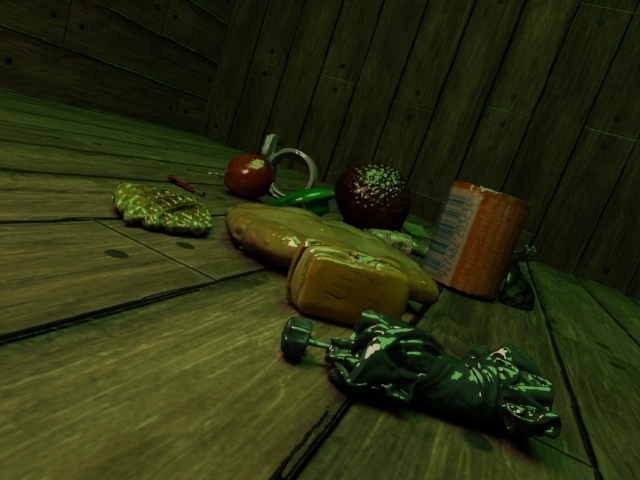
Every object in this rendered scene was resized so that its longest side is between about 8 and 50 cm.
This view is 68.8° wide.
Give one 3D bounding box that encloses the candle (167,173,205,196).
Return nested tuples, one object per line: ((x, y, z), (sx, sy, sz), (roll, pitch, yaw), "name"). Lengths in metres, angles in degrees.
((-0.405, -0.164, 1.403), (0.167, 0.021, 0.026), (28, 24, 32), "candle")

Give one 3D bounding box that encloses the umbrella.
((0.123, 0.154, 0.584), (0.349, 0.094, 0.143), (17, 7, -1), "umbrella")

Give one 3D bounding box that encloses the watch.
((-0.131, -0.281, 1.835), (0.232, 0.243, 0.196), (14, 10, 10), "watch")

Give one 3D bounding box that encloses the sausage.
((0.438, -0.003, 1.338), (0.233, 0.286, 0.233), (18, 5, -2), "sausage")

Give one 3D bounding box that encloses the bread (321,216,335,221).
((0.007, -0.049, 1.494), (0.229, 0.033, 0.228), (17, 13, -4), "bread")

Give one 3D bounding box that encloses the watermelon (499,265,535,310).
((0.569, 0.143, 1.383), (0.125, 0.135, 0.094), (13, -25, -14), "watermelon")

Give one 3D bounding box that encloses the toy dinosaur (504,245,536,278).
((0.537, 0.056, 1.523), (0.206, 0.092, 0.393), (39, -22, 13), "toy dinosaur")

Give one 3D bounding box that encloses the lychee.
((0.166, -0.131, 1.484), (0.261, 0.260, 0.260), (18, 11, -4), "lychee")

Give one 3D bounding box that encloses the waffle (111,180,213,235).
((-0.327, -0.067, 0.983), (0.208, 0.054, 0.214), (15, 17, -36), "waffle")

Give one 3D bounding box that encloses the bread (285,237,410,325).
((0.047, 0.075, 0.763), (0.201, 0.115, 0.077), (16, 7, -15), "bread")

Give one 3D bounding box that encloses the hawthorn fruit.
((-0.303, -0.225, 1.579), (0.286, 0.165, 0.165), (5, 15, -17), "hawthorn fruit")

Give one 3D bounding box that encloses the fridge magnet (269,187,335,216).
((-0.056, -0.098, 1.340), (0.208, 0.088, 0.208), (-15, 0, 0), "fridge magnet")

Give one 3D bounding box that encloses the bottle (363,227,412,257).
((0.183, 0.009, 1.364), (0.152, 0.098, 0.099), (13, 12, -9), "bottle")

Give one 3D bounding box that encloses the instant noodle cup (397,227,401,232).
((0.247, -0.073, 1.673), (0.127, 0.135, 0.127), (2, 48, -3), "instant noodle cup")

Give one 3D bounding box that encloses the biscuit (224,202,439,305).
((0.000, -0.001, 1.080), (0.447, 0.103, 0.429), (17, 11, -12), "biscuit")

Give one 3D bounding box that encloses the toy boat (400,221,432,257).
((0.340, -0.014, 1.744), (0.111, 0.084, 0.276), (16, 13, -6), "toy boat")
